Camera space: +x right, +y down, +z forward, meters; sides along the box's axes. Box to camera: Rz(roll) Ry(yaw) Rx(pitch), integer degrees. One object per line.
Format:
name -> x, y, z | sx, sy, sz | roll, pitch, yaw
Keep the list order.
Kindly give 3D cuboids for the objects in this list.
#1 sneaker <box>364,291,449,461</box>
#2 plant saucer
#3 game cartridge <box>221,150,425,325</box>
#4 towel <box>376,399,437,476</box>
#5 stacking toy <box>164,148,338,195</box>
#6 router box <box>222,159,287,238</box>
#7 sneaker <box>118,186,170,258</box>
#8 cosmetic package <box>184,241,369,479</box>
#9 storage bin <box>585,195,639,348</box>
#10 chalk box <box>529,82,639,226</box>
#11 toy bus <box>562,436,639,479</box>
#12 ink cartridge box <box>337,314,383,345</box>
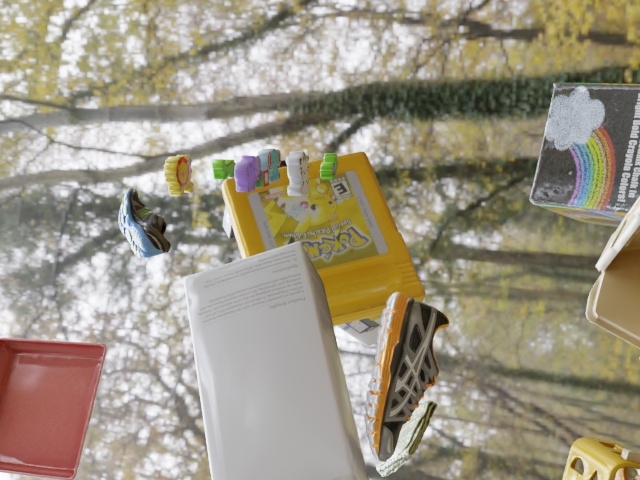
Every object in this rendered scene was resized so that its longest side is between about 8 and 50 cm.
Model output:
sneaker -> 0.107, 0.177, 1.142 | 0.084, 0.083, 0.215 | -176, 98, -83
plant saucer -> -0.535, 0.320, 1.717 | 0.048, 0.259, 0.258 | 51, -136, -59
game cartridge -> 0.000, 0.000, 1.598 | 0.052, 0.285, 0.323 | 96, 157, -56
towel -> 0.139, 0.319, 1.455 | 0.110, 0.027, 0.148 | -56, -4, -32
stacking toy -> -0.079, -0.094, 1.142 | 0.221, 0.167, 0.052 | -37, -54, -72
router box -> -0.141, -0.089, 1.986 | 0.133, 0.046, 0.179 | -15, -34, -24
sneaker -> -0.348, -0.032, 1.778 | 0.078, 0.188, 0.067 | -1, -50, -34
cosmetic package -> -0.065, 0.209, 1.294 | 0.155, 0.197, 0.365 | 63, -167, -59
storage bin -> 0.433, 0.053, 0.941 | 0.123, 0.260, 0.262 | -57, -14, -16
chalk box -> 0.466, -0.104, 1.219 | 0.179, 0.289, 0.180 | 12, -89, -48
toy bus -> 0.408, 0.331, 1.202 | 0.191, 0.202, 0.104 | 10, -87, -58
ink cartridge box -> 0.069, 0.120, 2.005 | 0.212, 0.093, 0.154 | 39, -151, -43
